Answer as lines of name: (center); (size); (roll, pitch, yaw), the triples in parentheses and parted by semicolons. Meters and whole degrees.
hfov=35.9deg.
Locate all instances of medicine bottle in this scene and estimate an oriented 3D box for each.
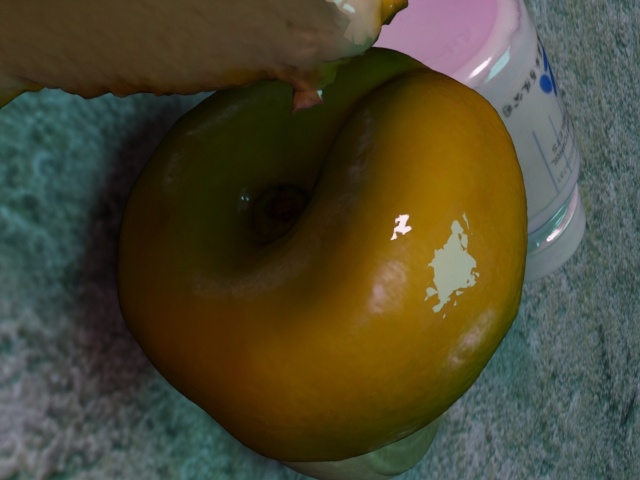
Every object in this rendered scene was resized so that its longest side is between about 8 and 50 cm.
medicine bottle: (0.138, -0.090, 0.883); (0.293, 0.170, 0.170); (52, 50, -48)

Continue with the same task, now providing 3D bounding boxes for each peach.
peach: (0.000, 0.000, 0.577); (0.153, 0.251, 0.251); (52, 49, -56)

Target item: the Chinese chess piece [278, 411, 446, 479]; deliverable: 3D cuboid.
Chinese chess piece: (0.025, 0.063, 0.774); (0.249, 0.103, 0.250); (0, 90, -59)

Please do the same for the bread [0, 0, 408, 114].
bread: (-0.084, -0.220, 0.412); (0.207, 0.279, 0.279); (53, 50, -43)
